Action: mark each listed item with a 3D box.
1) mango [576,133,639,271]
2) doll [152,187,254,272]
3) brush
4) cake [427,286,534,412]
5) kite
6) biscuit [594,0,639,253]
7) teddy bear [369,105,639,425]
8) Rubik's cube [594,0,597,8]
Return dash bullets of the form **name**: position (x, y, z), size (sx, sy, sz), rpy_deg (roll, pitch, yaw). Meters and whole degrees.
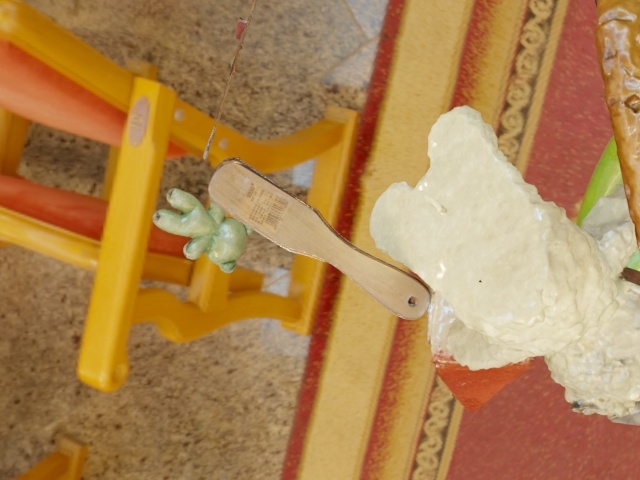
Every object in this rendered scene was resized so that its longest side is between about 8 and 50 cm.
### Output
- **mango**: position (0.575, -0.063, 1.539), size (0.225, 0.201, 0.382), rpy_deg (16, 105, -10)
- **doll**: position (-0.179, -0.021, 1.361), size (0.077, 0.150, 0.115), rpy_deg (-14, 45, 63)
- **brush**: position (0.000, 0.000, 1.156), size (0.327, 0.065, 0.070), rpy_deg (33, 92, 9)
- **cake**: position (0.289, 0.175, 1.487), size (0.159, 0.262, 0.158), rpy_deg (-7, 59, 21)
- **kite**: position (-0.081, -0.182, 0.863), size (0.012, 0.250, 0.229), rpy_deg (19, 87, -7)
- **biscuit**: position (0.297, -0.101, 0.758), size (0.081, 0.334, 0.289), rpy_deg (-10, 125, 25)
- **teddy bear**: position (0.308, 0.054, 1.169), size (0.327, 0.362, 0.375), rpy_deg (-53, 45, 19)
- **Rubik's cube**: position (0.525, -0.446, 1.395), size (0.160, 0.162, 0.163), rpy_deg (0, 121, 43)
